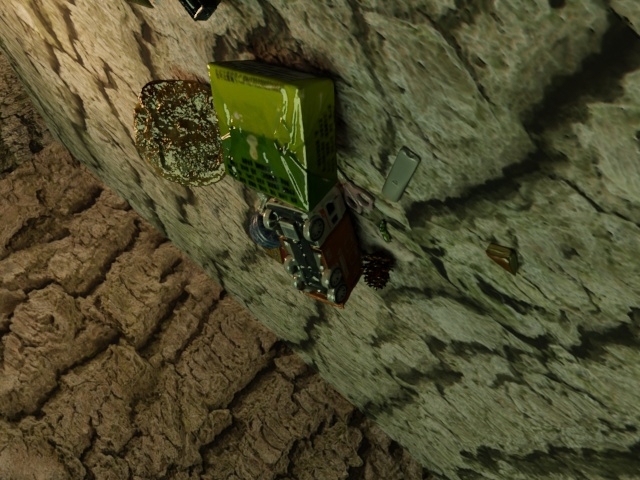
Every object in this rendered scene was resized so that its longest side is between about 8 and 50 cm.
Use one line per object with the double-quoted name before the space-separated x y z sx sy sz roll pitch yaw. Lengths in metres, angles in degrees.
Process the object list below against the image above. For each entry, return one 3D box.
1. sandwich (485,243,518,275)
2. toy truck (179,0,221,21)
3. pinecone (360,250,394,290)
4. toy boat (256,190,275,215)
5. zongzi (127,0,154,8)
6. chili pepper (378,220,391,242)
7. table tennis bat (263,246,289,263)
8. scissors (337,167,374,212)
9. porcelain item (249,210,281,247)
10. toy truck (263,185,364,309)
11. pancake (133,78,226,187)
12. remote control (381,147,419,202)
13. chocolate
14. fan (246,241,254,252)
"sandwich" 0.390 0.037 1.066 0.083 0.031 0.044 38 162 7
"toy truck" -0.284 -0.555 1.048 0.192 0.092 0.083 52 158 -20
"pinecone" 0.166 0.086 1.457 0.102 0.102 0.110 4 106 58
"toy boat" -0.176 -0.166 1.552 0.114 0.115 0.262 14 145 50
"zongzi" -0.479 -0.675 1.227 0.177 0.082 0.189 25 147 -12
"chili pepper" 0.169 -0.026 1.349 0.027 0.022 0.083 -111 -4 -47
"table tennis bat" -0.168 0.037 2.033 0.310 0.038 0.200 38 159 21
"scissors" 0.059 -0.154 1.299 0.212 0.021 0.110 50 155 -19
"porcelain item" -0.157 -0.051 1.691 0.147 0.147 0.114 46 158 -7
"toy truck" 0.000 0.000 1.439 0.173 0.207 0.388 17 144 34
"pancake" -0.406 -0.317 1.517 0.355 0.065 0.357 6 114 14
"remote control" 0.172 -0.138 1.122 0.050 0.027 0.184 38 157 10
"chocolate" -0.101 -0.254 1.154 0.300 0.137 0.289 26 136 34
"fan" -0.326 0.029 2.324 0.055 0.004 0.083 32 156 28
